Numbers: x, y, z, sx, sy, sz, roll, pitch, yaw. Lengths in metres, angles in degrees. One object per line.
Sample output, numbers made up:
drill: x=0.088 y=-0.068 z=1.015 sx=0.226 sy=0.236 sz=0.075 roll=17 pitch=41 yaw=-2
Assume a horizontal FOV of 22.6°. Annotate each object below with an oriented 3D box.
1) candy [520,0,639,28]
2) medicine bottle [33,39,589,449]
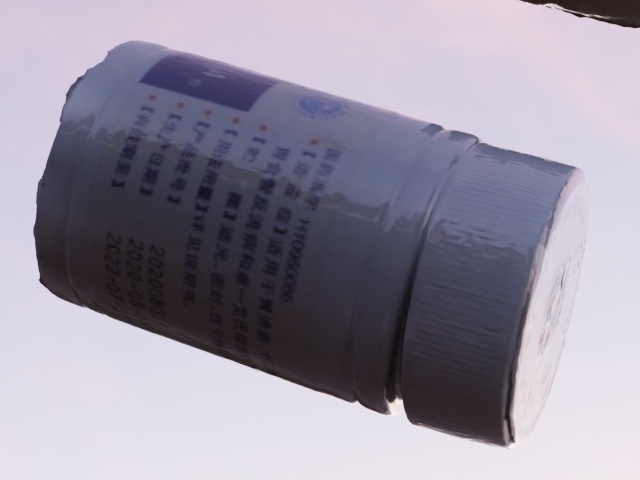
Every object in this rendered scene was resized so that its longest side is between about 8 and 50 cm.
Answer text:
candy: x=0.253 y=-0.348 z=1.411 sx=0.179 sy=0.135 sz=0.321 roll=17 pitch=-41 yaw=10
medicine bottle: x=0.000 y=0.000 z=1.046 sx=0.332 sy=0.190 sz=0.190 roll=18 pitch=-30 yaw=17
